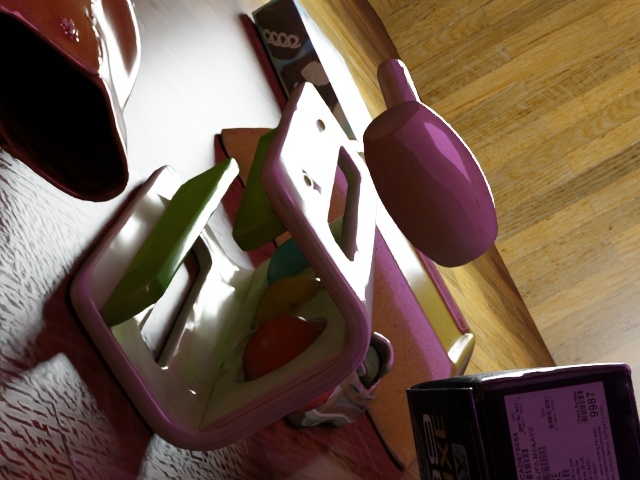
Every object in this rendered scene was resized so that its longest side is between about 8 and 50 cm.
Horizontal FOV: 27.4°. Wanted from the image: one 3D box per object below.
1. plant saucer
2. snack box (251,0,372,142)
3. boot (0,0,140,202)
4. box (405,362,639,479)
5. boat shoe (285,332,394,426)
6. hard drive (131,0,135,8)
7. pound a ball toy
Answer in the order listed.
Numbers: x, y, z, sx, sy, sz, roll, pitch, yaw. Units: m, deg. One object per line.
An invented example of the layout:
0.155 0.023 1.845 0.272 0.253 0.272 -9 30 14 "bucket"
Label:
0.052 0.024 1.255 0.333 0.081 0.333 61 11 3 "plant saucer"
0.028 -0.129 1.582 0.187 0.060 0.322 41 22 -59 "snack box"
-0.174 -0.173 0.659 0.295 0.104 0.211 58 10 -37 "boot"
0.118 0.218 0.675 0.242 0.076 0.307 123 -42 -83 "box"
0.022 0.096 0.953 0.068 0.072 0.190 62 11 4 "boat shoe"
-0.168 -0.180 0.913 0.094 0.022 0.135 57 12 -22 "hard drive"
0.000 0.000 0.738 0.136 0.208 0.319 58 10 -13 "pound a ball toy"
